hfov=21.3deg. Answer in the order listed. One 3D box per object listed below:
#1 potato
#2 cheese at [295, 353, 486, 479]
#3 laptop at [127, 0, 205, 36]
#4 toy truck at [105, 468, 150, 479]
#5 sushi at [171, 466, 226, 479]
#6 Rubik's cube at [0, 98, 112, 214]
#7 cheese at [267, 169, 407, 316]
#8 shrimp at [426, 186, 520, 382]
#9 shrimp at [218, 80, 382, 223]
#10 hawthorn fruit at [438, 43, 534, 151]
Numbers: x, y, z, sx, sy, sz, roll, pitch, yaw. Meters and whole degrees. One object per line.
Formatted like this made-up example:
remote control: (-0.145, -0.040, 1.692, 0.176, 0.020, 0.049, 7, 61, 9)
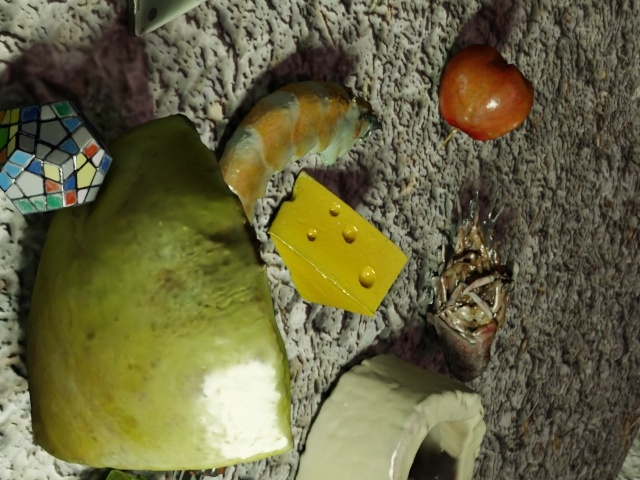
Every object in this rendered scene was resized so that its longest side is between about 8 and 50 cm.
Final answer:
potato: (-0.180, 0.045, 1.552, 0.213, 0.330, 0.280, -16, 113, -17)
cheese: (0.096, 0.312, 2.360, 0.292, 0.153, 0.332, -33, 141, -48)
laptop: (-0.112, -0.335, 1.569, 0.188, 0.015, 0.269, -37, 142, -45)
toy truck: (-0.257, 0.371, 1.809, 0.135, 0.128, 0.259, 24, 90, -36)
sushi: (-0.108, 0.204, 1.912, 0.231, 0.047, 0.219, -61, 162, -58)
Rubik's cube: (-0.236, -0.073, 1.469, 0.111, 0.111, 0.093, -52, 175, -27)
cheese: (0.000, 0.000, 2.013, 0.171, 0.126, 0.093, 46, 67, -41)
shrimp: (0.214, 0.065, 2.416, 0.145, 0.116, 0.343, -60, 157, -47)
shrimp: (-0.049, -0.066, 1.849, 0.287, 0.068, 0.185, -62, 147, -10)
hawthorn fruit: (0.207, -0.188, 2.194, 0.140, 0.125, 0.125, -43, 173, 40)
